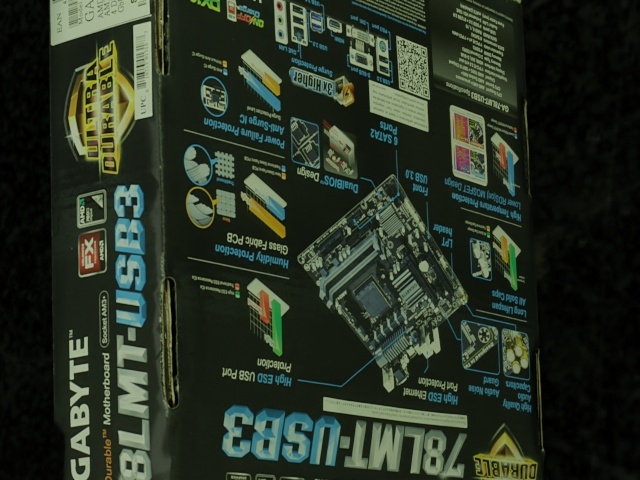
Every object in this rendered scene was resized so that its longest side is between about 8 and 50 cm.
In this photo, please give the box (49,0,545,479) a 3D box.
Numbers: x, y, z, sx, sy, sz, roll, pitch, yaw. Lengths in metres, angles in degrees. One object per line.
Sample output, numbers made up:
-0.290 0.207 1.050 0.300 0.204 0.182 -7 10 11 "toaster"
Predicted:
0.000 0.000 0.880 0.073 0.295 0.293 -9 77 36 "box"
